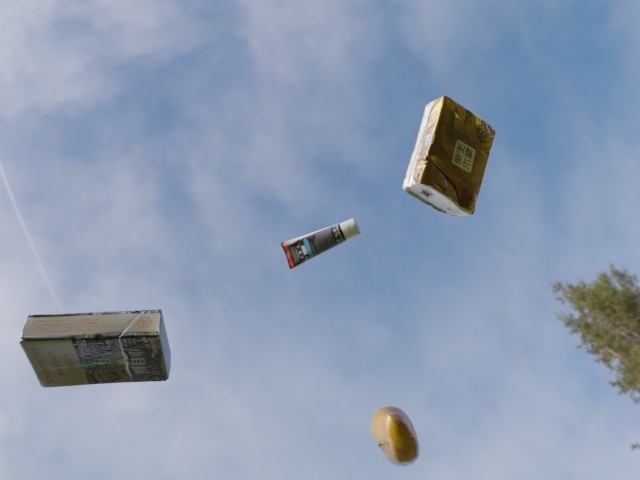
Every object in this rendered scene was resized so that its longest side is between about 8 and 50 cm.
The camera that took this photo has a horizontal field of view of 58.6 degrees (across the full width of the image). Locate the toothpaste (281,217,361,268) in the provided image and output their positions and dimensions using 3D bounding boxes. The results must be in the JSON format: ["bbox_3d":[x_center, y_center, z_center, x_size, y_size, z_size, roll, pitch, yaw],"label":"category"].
[{"bbox_3d":[0.000,0.000,1.392,0.194,0.045,0.071,-24,-102,8],"label":"toothpaste"}]

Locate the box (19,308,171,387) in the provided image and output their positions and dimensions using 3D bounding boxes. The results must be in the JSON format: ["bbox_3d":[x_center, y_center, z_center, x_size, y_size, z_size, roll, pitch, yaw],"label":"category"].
[{"bbox_3d":[-0.532,0.262,1.381,0.311,0.084,0.198,-2,-45,-8],"label":"box"}]

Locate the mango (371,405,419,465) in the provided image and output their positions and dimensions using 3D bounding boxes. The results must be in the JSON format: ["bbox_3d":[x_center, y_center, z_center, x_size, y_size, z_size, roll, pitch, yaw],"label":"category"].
[{"bbox_3d":[0.217,0.573,1.671,0.120,0.295,0.177,-28,-109,3],"label":"mango"}]

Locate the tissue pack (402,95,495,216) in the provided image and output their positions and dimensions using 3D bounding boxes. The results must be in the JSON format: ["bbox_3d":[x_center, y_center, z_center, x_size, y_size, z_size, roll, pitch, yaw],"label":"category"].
[{"bbox_3d":[0.297,-0.187,1.314,0.183,0.092,0.226,24,-105,-26],"label":"tissue pack"}]
